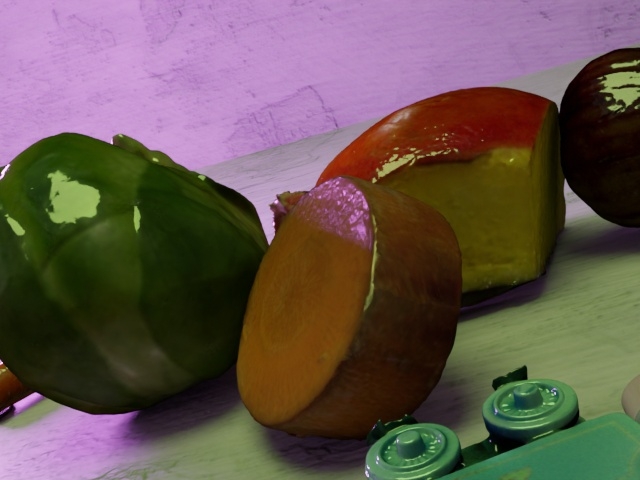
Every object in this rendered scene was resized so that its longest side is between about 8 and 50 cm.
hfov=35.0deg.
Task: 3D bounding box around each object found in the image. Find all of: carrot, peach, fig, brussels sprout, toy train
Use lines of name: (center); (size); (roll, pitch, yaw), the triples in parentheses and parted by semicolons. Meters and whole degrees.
carrot: (-0.367, 0.163, 1.373); (0.067, 0.067, 0.225); (-4, 17, 43)
peach: (0.139, -0.053, 1.243); (0.306, 0.242, 0.380); (-5, 18, 27)
fig: (0.442, -0.136, 1.172); (0.321, 0.217, 0.217); (-12, 14, 37)
carrot: (0.014, 0.061, 0.990); (0.258, 0.100, 0.307); (-57, 25, 8)
brussels sprout: (-0.219, 0.050, 1.174); (0.276, 0.371, 0.315); (-51, 47, 19)
toy train: (0.123, 0.174, 0.645); (0.203, 0.112, 0.163); (-21, 20, -9)

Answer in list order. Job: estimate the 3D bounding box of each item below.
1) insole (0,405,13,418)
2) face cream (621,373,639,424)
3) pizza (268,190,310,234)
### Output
insole: (-0.504, 0.225, 1.441); (0.111, 0.007, 0.328); (-26, 16, -26)
face cream: (0.269, 0.140, 0.695); (0.084, 0.057, 0.198); (-16, 14, 5)
pizza: (0.000, 0.000, 1.396); (0.147, 0.069, 0.226); (-15, -28, -13)
